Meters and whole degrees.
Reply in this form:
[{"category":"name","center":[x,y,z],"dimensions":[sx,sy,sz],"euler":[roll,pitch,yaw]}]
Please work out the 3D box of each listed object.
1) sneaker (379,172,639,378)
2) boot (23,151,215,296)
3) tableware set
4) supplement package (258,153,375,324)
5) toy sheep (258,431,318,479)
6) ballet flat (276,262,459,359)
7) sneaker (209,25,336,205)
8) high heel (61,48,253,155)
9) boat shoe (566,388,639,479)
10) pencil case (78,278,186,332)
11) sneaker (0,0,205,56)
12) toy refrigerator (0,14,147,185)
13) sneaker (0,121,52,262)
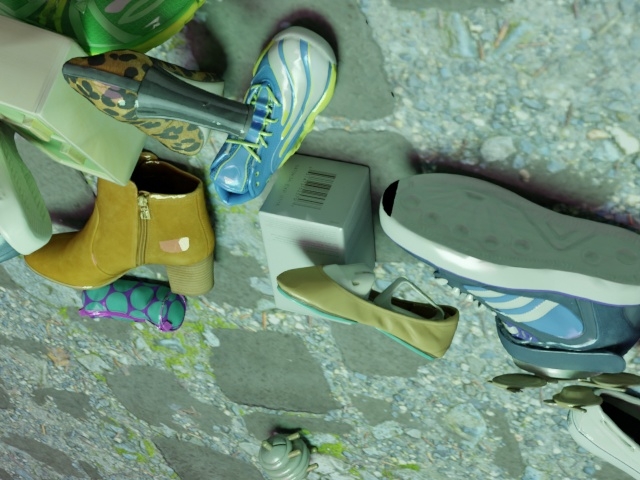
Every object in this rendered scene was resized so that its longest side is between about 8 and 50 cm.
[{"category":"sneaker","center":[0.207,0.066,1.180],"dimensions":[0.323,0.130,0.236],"euler":[15,139,3]},{"category":"boot","center":[-0.279,-0.032,1.370],"dimensions":[0.295,0.104,0.211],"euler":[8,135,13]},{"category":"tableware set","center":[0.291,0.169,1.209],"dimensions":[0.141,0.169,0.020],"euler":[7,100,47]},{"category":"supplement package","center":[0.000,0.000,1.238],"dimensions":[0.105,0.105,0.179],"euler":[11,140,16]},{"category":"toy sheep","center":[-0.058,0.364,1.727],"dimensions":[0.091,0.091,0.132],"euler":[-6,139,34]},{"category":"ballet flat","center":[0.059,0.064,1.172],"dimensions":[0.232,0.080,0.073],"euler":[24,105,-26]},{"category":"sneaker","center":[-0.055,-0.116,1.109],"dimensions":[0.091,0.126,0.240],"euler":[25,144,-3]},{"category":"high heel","center":[-0.194,-0.156,1.091],"dimensions":[0.186,0.093,0.261],"euler":[16,180,-23]},{"category":"boat shoe","center":[0.455,0.270,1.331],"dimensions":[0.267,0.096,0.088],"euler":[31,148,5]},{"category":"pencil case","center":[-0.280,0.095,1.535],"dimensions":[0.152,0.070,0.064],"euler":[7,140,23]},{"category":"sneaker","center":[-0.259,-0.264,1.058],"dimensions":[0.295,0.109,0.123],"euler":[10,145,19]},{"category":"toy refrigerator","center":[-0.285,-0.142,1.132],"dimensions":[0.102,0.094,0.269],"euler":[20,171,10]},{"category":"sneaker","center":[-0.421,-0.111,1.149],"dimensions":[0.148,0.350,0.131],"euler":[-26,147,1]}]
